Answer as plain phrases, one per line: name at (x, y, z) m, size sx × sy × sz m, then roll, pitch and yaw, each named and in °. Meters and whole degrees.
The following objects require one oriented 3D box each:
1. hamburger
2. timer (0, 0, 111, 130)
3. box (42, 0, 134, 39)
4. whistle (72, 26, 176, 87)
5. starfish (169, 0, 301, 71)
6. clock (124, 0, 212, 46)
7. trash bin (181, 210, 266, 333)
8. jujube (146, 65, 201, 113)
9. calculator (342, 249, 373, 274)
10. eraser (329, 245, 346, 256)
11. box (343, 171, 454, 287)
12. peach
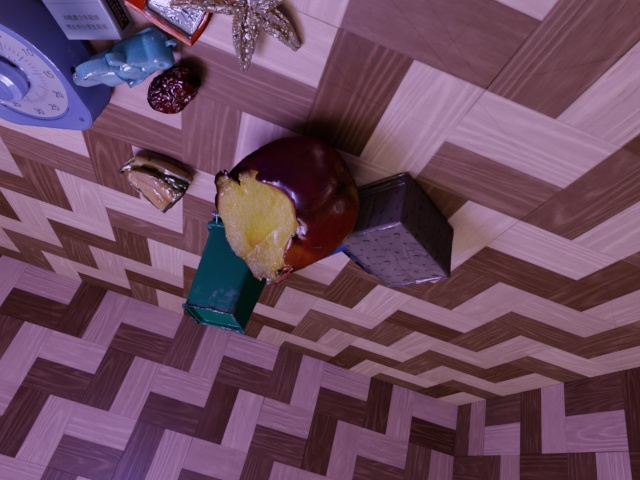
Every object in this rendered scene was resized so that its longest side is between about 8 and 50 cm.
hamburger at (-0.528, -0.214, 1.411) m, size 0.208 × 0.135 × 0.155 m, roll 40°, pitch 129°, yaw -11°
timer at (-0.762, -0.446, 1.068) m, size 0.396 × 0.173 × 0.394 m, roll 13°, pitch 150°, yaw 8°
box at (-0.521, -0.544, 0.894) m, size 0.156 × 0.067 × 0.242 m, roll 7°, pitch 149°, yaw 13°
whistle at (-0.454, -0.415, 1.005) m, size 0.274 × 0.186 × 0.093 m, roll -14°, pitch 100°, yaw 16°
starfish at (-0.145, -0.443, 0.862) m, size 0.296 × 0.047 × 0.231 m, roll -7°, pitch 143°, yaw 8°
clock at (-0.301, -0.489, 0.884) m, size 0.155 × 0.061 × 0.113 m, roll 28°, pitch 139°, yaw -27°
trash bin at (-0.319, 0.113, 1.566) m, size 0.260 × 0.380 × 0.295 m, roll 7°, pitch 148°, yaw 13°
jujube at (-0.357, -0.373, 1.071) m, size 0.166 × 0.104 × 0.104 m, roll -12°, pitch 140°, yaw 34°
calculator at (0.178, 0.050, 1.577) m, size 0.166 × 0.028 × 0.274 m, roll -15°, pitch 140°, yaw 37°
eraser at (0.000, 0.000, 1.461) m, size 0.043 × 0.144 × 0.312 m, roll 30°, pitch 147°, yaw -27°
box at (0.228, -0.018, 1.282) m, size 0.225 × 0.190 × 0.297 m, roll -14°, pitch 138°, yaw 39°
peach at (-0.101, -0.076, 1.166) m, size 0.417 × 0.338 × 0.353 m, roll -27°, pitch 176°, yaw 20°
